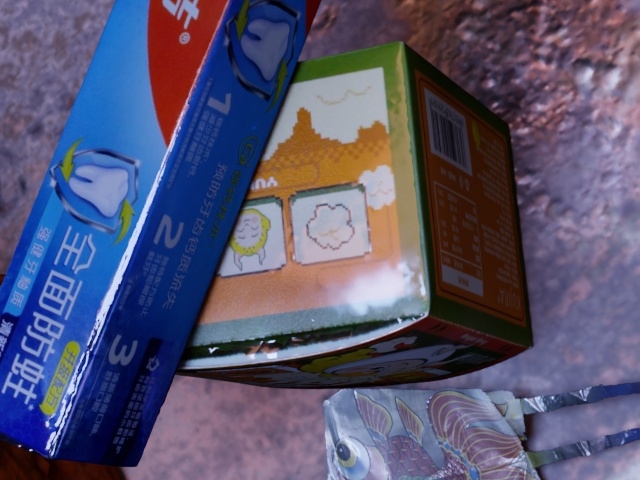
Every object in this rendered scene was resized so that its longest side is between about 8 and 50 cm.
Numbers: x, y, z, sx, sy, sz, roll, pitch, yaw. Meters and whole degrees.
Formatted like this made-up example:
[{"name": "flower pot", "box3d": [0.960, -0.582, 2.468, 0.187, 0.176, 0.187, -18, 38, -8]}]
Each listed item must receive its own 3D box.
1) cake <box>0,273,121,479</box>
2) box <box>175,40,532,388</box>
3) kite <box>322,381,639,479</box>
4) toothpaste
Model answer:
[{"name": "cake", "box3d": [-0.302, 0.173, 0.941, 0.319, 0.269, 0.270, -26, 74, 15]}, {"name": "box", "box3d": [0.000, 0.000, 0.886, 0.177, 0.195, 0.148, -10, 79, 20]}, {"name": "kite", "box3d": [0.112, 0.128, 0.910, 0.229, 0.016, 0.127, -12, 97, 19]}, {"name": "toothpaste", "box3d": [-0.069, -0.054, 0.773, 0.066, 0.076, 0.320, 20, 88, 27]}]
